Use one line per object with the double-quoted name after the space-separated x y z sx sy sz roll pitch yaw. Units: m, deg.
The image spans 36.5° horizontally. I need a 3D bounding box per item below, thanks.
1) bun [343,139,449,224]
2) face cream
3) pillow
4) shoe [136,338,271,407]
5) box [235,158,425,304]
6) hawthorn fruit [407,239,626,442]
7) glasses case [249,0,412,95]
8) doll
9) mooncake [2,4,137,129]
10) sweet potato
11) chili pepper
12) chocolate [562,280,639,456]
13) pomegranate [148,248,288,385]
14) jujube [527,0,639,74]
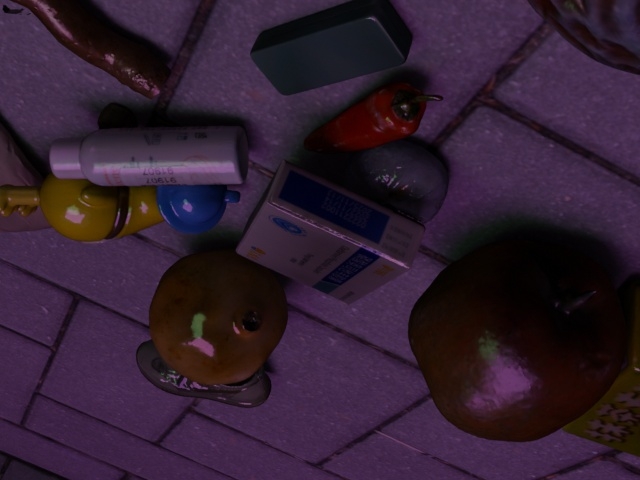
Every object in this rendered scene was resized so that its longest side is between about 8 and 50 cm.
0.095 -0.067 1.263 0.140 0.083 0.141 16 146 11 "bun"
-0.235 -0.114 1.323 0.269 0.082 0.082 -1 144 8 "face cream"
-0.525 -0.105 1.559 0.173 0.067 0.270 -4 142 23 "pillow"
-0.229 0.246 1.900 0.274 0.103 0.098 11 146 3 "shoe"
0.000 0.000 1.340 0.200 0.065 0.343 25 165 -5 "box"
0.278 0.125 1.302 0.267 0.268 0.301 31 143 -17 "hawthorn fruit"
0.010 -0.221 1.116 0.184 0.039 0.078 -8 138 37 "glasses case"
-0.293 -0.067 1.448 0.363 0.145 0.199 1 -176 13 "doll"
-0.326 -0.214 1.236 0.150 0.057 0.347 -9 159 32 "mooncake"
-0.313 -0.273 1.196 0.281 0.059 0.067 35 157 -23 "sweet potato"
0.064 -0.145 1.178 0.071 0.063 0.272 32 158 -22 "chili pepper"
0.519 0.216 1.406 0.288 0.137 0.301 20 148 1 "chocolate"
-0.167 0.118 1.567 0.233 0.233 0.233 14 148 9 "pomegranate"
0.246 -0.275 0.742 0.308 0.215 0.246 39 143 -26 "jujube"
